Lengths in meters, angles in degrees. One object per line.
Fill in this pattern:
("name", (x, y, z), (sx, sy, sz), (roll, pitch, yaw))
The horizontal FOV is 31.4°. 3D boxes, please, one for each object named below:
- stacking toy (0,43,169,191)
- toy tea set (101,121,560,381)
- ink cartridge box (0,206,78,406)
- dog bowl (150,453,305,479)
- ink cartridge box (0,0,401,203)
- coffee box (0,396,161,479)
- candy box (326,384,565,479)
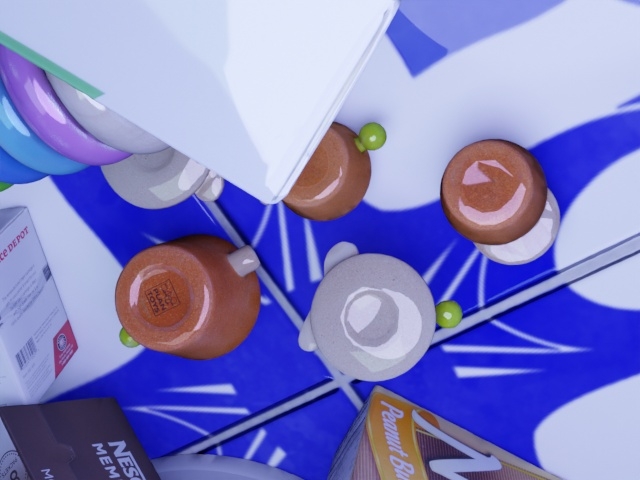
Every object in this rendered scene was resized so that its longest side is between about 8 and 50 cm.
("stacking toy", (-0.250, -0.085, 0.787), (0.330, 0.141, 0.141), (-17, 113, 28))
("toy tea set", (0.000, 0.000, 0.826), (0.335, 0.124, 0.200), (6, 89, 13))
("ink cartridge box", (-0.253, 0.055, 0.895), (0.056, 0.099, 0.135), (-6, 115, 17))
("dog bowl", (-0.091, 0.362, 1.021), (0.348, 0.102, 0.349), (6, 118, 11))
("ink cartridge box", (-0.057, -0.169, 0.627), (0.211, 0.289, 0.122), (30, 117, -4))
("coffee box", (-0.245, 0.282, 0.903), (0.297, 0.118, 0.168), (-49, 60, 26))
("candy box", (0.079, 0.256, 0.801), (0.182, 0.316, 0.088), (28, 118, -3))
